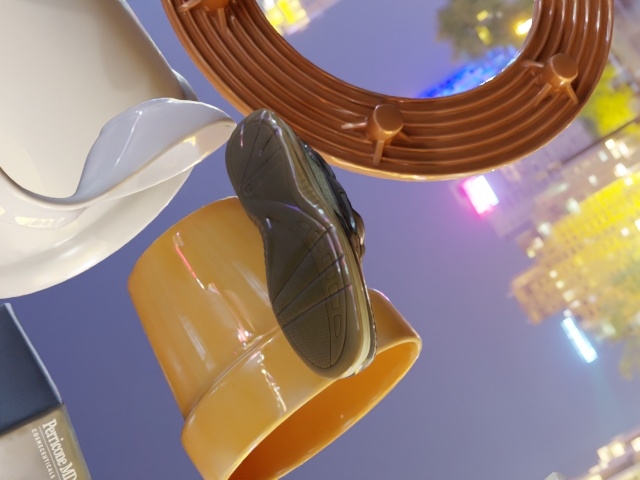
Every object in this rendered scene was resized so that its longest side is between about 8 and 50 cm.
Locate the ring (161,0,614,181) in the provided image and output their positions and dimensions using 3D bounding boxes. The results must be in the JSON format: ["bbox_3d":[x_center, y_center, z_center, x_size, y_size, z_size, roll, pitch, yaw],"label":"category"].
[{"bbox_3d":[0.051,-0.198,0.897,0.337,0.336,0.032,61,155,13],"label":"ring"}]

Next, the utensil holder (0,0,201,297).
[{"bbox_3d":[-0.348,-0.190,1.292,0.385,0.327,0.327,58,-168,-36],"label":"utensil holder"}]

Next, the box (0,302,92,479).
[{"bbox_3d":[-0.516,0.317,1.697,0.212,0.395,0.293,49,157,40],"label":"box"}]

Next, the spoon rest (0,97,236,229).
[{"bbox_3d":[-0.175,-0.059,1.048,0.276,0.137,0.084,-11,-106,-52],"label":"spoon rest"}]

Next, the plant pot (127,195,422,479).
[{"bbox_3d":[-0.054,0.075,1.068,0.188,0.205,0.205,51,-169,17],"label":"plant pot"}]

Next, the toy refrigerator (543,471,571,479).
[{"bbox_3d":[0.163,0.339,1.136,0.102,0.269,0.094,32,-162,-24],"label":"toy refrigerator"}]

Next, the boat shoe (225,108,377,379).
[{"bbox_3d":[0.000,0.000,0.645,0.049,0.056,0.152,13,-132,-45],"label":"boat shoe"}]
